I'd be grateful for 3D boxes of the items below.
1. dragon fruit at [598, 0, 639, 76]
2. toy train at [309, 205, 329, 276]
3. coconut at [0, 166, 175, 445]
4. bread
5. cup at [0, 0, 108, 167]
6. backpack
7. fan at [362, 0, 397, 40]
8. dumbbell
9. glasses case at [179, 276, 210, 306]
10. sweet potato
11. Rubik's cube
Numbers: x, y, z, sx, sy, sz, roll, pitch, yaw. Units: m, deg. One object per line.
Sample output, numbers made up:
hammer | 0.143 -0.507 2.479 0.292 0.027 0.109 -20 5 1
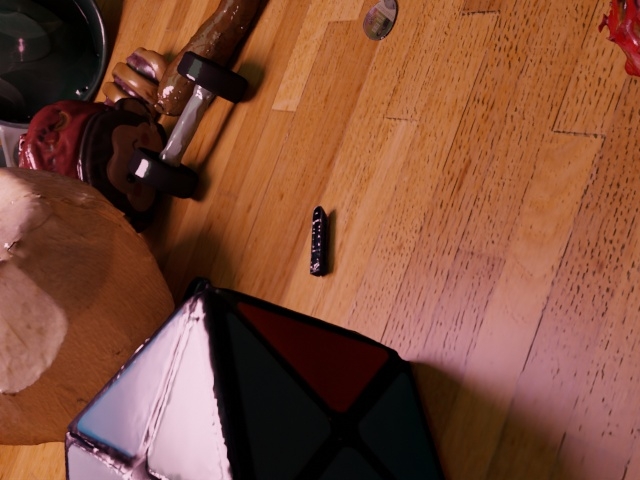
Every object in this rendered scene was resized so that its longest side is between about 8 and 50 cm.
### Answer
dragon fruit | 0.279 -0.204 0.762 0.153 0.111 0.153 -25 57 45
toy train | 0.000 0.000 1.094 0.017 0.017 0.083 -23 55 42
coconut | -0.367 0.098 1.266 0.346 0.360 0.346 -15 48 17
bread | -0.326 -0.213 1.588 0.134 0.081 0.225 37 103 55
cup | -0.630 -0.325 1.870 0.392 0.310 0.400 6 75 59
backpack | -0.339 -0.113 1.432 0.139 0.229 0.229 -26 52 50
fan | 0.079 -0.269 1.151 0.080 0.003 0.060 -35 47 38
dumbbell | -0.186 -0.162 1.359 0.191 0.100 0.100 -62 35 7
glasses case | -0.171 0.085 1.268 0.033 0.023 0.083 18 86 53
sweet potato | -0.151 -0.295 1.415 0.273 0.075 0.075 -54 37 13
Rubik's cube | -0.057 0.224 0.847 0.250 0.246 0.248 -46 40 27
